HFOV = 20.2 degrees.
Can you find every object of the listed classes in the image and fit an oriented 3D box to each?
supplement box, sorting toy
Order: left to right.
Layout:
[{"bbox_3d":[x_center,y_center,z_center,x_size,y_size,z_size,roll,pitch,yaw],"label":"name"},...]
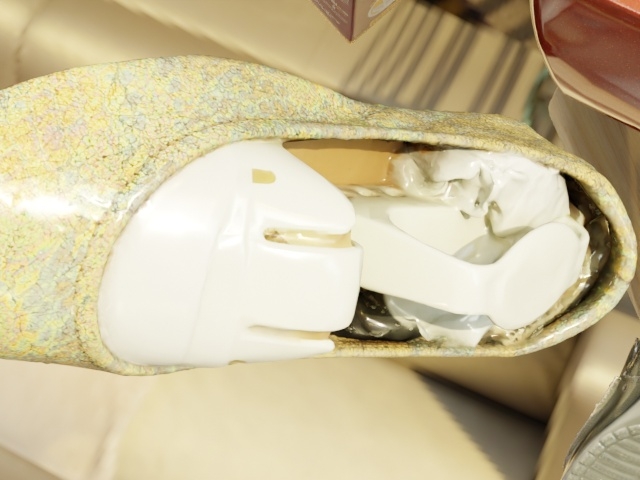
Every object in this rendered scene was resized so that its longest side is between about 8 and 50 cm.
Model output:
[{"bbox_3d":[0.041,-0.268,1.667,0.081,0.104,0.188,47,173,8],"label":"supplement box"},{"bbox_3d":[0.313,-0.076,1.561,0.089,0.257,0.255,-16,159,-14],"label":"sorting toy"}]

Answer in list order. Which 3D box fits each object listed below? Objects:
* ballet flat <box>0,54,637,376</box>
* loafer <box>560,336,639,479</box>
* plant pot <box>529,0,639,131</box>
[{"bbox_3d":[0.000,0.000,0.679,0.123,0.123,0.349,2,-178,44],"label":"ballet flat"},{"bbox_3d":[0.274,0.129,1.416,0.094,0.087,0.251,31,117,-10],"label":"loafer"},{"bbox_3d":[0.276,-0.183,1.104,0.267,0.267,0.236,31,-174,27],"label":"plant pot"}]
